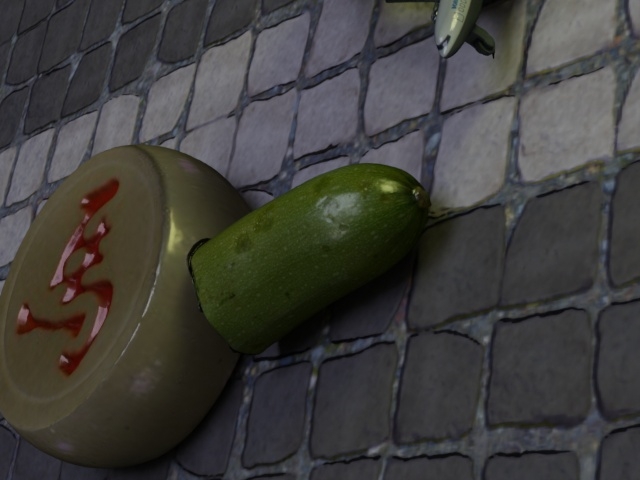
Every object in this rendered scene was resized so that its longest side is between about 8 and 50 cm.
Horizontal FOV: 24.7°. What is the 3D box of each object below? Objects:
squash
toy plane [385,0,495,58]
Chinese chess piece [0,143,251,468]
[{"bbox_3d":[0.000,0.000,1.026,0.188,0.095,0.095,-31,46,33],"label":"squash"},{"bbox_3d":[0.110,-0.206,1.031,0.226,0.058,0.226,-33,40,44],"label":"toy plane"},{"bbox_3d":[-0.163,0.052,1.186,0.273,0.102,0.273,-31,45,38],"label":"Chinese chess piece"}]
